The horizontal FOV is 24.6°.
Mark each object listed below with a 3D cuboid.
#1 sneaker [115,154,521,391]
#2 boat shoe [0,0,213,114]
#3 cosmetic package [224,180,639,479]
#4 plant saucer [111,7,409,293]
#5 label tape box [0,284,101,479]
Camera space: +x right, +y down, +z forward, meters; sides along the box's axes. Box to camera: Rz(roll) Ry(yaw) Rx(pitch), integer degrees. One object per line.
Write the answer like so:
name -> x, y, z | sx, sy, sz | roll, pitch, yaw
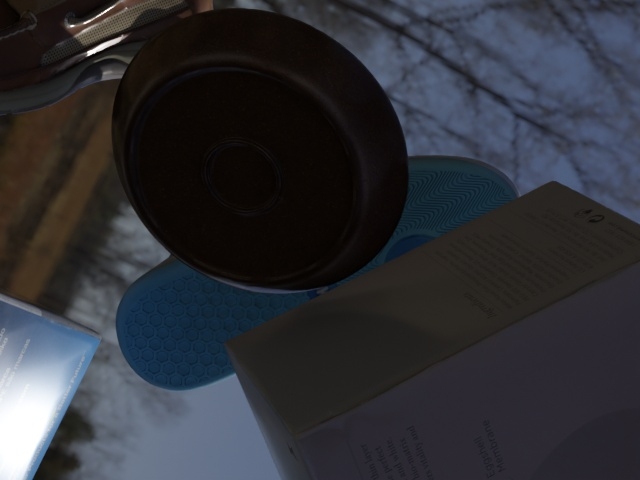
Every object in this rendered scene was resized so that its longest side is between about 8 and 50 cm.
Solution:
sneaker -> 0.000, 0.000, 1.163 | 0.319, 0.127, 0.208 | -18, -168, 7
boat shoe -> -0.208, -0.173, 1.088 | 0.324, 0.123, 0.116 | -23, 124, -47
cosmetic package -> 0.097, 0.123, 0.829 | 0.225, 0.224, 0.138 | -26, -156, -12
plant saucer -> -0.038, -0.039, 0.777 | 0.168, 0.168, 0.029 | -59, -179, 32
label tape box -> -0.282, 0.113, 0.785 | 0.249, 0.115, 0.348 | -64, 158, -5
